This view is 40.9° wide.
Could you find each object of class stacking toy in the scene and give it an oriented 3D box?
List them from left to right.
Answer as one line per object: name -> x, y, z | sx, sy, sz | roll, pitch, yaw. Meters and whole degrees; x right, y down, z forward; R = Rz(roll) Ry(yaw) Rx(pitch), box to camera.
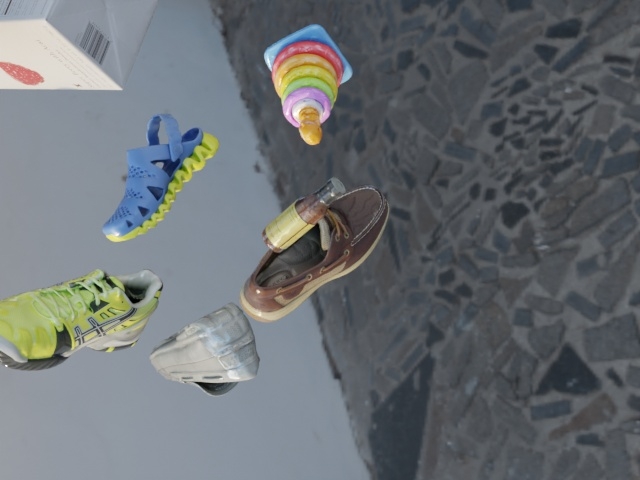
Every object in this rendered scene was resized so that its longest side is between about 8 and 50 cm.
stacking toy -> -0.026, -0.310, 1.882 | 0.166, 0.175, 0.301 | -24, 43, 21

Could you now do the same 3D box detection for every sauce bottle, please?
sauce bottle -> -0.020, -0.034, 1.105 | 0.128, 0.042, 0.042 | -37, 49, 25

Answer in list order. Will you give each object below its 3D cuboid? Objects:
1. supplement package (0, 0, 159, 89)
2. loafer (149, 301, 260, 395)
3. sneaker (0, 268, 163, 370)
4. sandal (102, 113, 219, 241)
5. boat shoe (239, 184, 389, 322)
supplement package -> -0.426, -0.342, 1.285 | 0.293, 0.177, 0.175 | 6, 69, 30
loafer -> -0.170, 0.176, 1.247 | 0.111, 0.112, 0.319 | 63, 156, 3
sneaker -> -0.420, 0.112, 1.449 | 0.145, 0.385, 0.147 | 43, 110, 15
sandal -> -0.340, -0.132, 1.705 | 0.126, 0.138, 0.317 | -7, 43, 45
boat shoe -> 0.000, 0.000, 1.482 | 0.123, 0.342, 0.123 | 44, 153, 18
